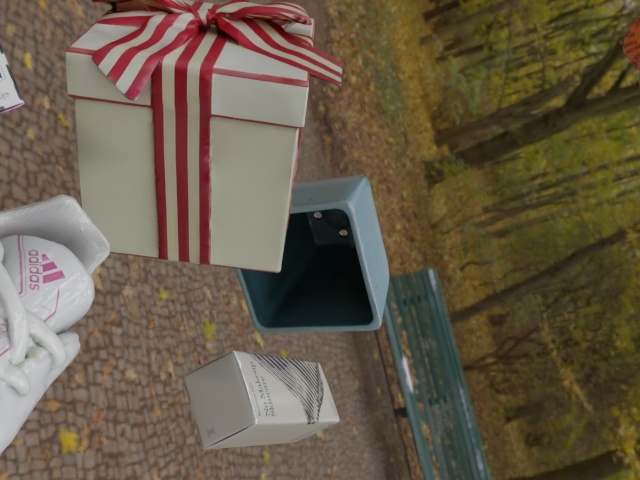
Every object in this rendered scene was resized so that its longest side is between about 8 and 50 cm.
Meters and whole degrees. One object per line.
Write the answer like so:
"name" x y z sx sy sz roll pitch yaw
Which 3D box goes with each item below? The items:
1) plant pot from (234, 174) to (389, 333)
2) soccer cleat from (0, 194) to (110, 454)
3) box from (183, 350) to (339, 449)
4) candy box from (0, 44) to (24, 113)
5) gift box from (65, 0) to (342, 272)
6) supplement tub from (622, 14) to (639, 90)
"plant pot" 0.000 0.000 1.265 0.252 0.247 0.247 -57 137 -57
"soccer cleat" -0.178 0.058 0.287 0.116 0.143 0.331 60 5 -23
"box" -0.079 0.240 1.013 0.275 0.094 0.113 26 39 -63
"candy box" -0.319 -0.207 0.493 0.071 0.159 0.233 -31 126 -33
"gift box" -0.119 -0.128 0.732 0.276 0.255 0.258 -97 -166 -57
"supplement tub" 0.559 -0.179 0.856 0.338 0.207 0.207 41 27 -15
